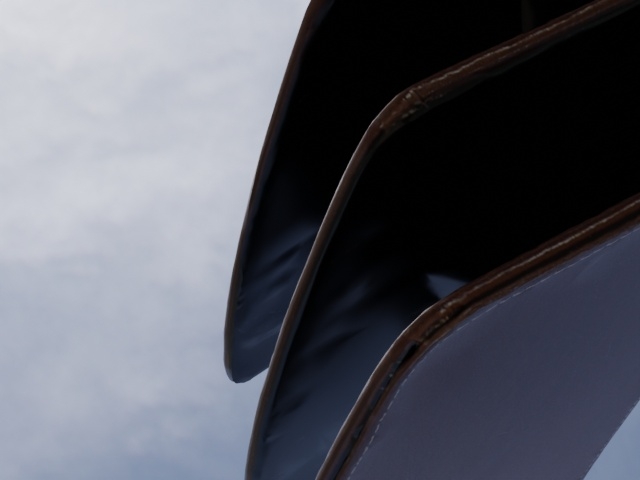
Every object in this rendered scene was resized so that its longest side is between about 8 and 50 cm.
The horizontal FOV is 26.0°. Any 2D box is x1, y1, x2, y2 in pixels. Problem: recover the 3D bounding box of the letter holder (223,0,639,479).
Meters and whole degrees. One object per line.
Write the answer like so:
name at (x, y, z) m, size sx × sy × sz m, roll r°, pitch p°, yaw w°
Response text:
letter holder at (0.030, 0.029, 0.560) m, size 0.214 × 0.302 × 0.152 m, roll -28°, pitch -116°, yaw -29°
